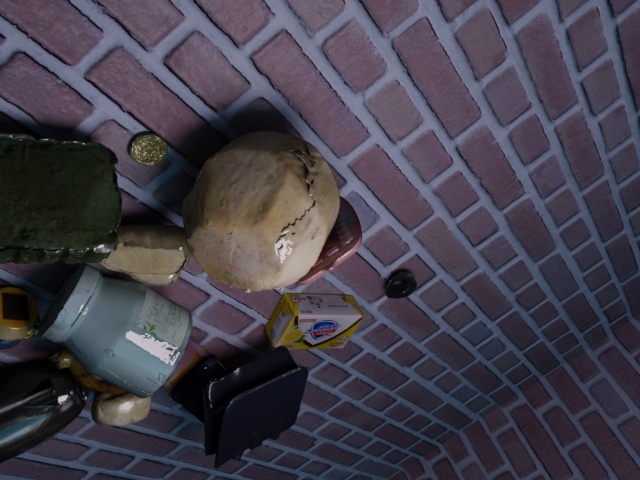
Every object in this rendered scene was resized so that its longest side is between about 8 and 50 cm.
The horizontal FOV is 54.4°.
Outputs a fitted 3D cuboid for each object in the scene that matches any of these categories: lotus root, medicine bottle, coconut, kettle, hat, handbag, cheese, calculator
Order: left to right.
[{"bbox_3d":[-0.778,0.446,1.654,0.324,0.228,0.321,-20,166,-16],"label":"kettle"},{"bbox_3d":[-0.559,0.321,1.650,0.314,0.169,0.141,19,115,-45],"label":"lotus root"},{"bbox_3d":[-0.491,0.208,1.487,0.290,0.245,0.245,34,112,-26],"label":"medicine bottle"},{"bbox_3d":[-0.562,0.450,1.749,0.159,0.263,0.093,-5,92,-20],"label":"cheese"},{"bbox_3d":[-0.202,0.502,1.863,0.303,0.122,0.329,-20,135,-35],"label":"handbag"},{"bbox_3d":[-0.121,-0.069,1.373,0.353,0.352,0.352,-16,139,-14],"label":"coconut"},{"bbox_3d":[0.000,0.000,1.516,0.220,0.329,0.048,-33,115,7],"label":"calculator"},{"bbox_3d":[0.252,0.141,2.013,0.121,0.050,0.121,-12,132,-14],"label":"hat"}]

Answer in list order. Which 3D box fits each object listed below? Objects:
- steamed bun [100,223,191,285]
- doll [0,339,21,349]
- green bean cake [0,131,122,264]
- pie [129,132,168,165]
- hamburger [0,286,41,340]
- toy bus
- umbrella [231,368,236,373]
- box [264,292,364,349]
[{"bbox_3d":[-0.408,0.023,1.474,0.231,0.110,0.212,2,151,-2],"label":"steamed bun"},{"bbox_3d":[-0.795,0.235,1.503,0.179,0.089,0.102,-26,147,-41],"label":"doll"},{"bbox_3d":[-0.519,-0.076,1.197,0.255,0.241,0.132,-1,164,-31],"label":"green bean cake"},{"bbox_3d":[-0.366,-0.195,1.332,0.084,0.021,0.084,-13,134,-14],"label":"pie"},{"bbox_3d":[-0.716,0.173,1.441,0.081,0.126,0.141,-40,162,31],"label":"hamburger"},{"bbox_3d":[-0.349,0.441,1.895,0.171,0.162,0.386,-40,143,-13],"label":"toy bus"},{"bbox_3d":[-0.288,0.474,2.075,0.036,0.031,0.133,-4,134,-28],"label":"umbrella"},{"bbox_3d":[-0.019,0.253,1.942,0.265,0.097,0.168,6,130,-34],"label":"box"}]
